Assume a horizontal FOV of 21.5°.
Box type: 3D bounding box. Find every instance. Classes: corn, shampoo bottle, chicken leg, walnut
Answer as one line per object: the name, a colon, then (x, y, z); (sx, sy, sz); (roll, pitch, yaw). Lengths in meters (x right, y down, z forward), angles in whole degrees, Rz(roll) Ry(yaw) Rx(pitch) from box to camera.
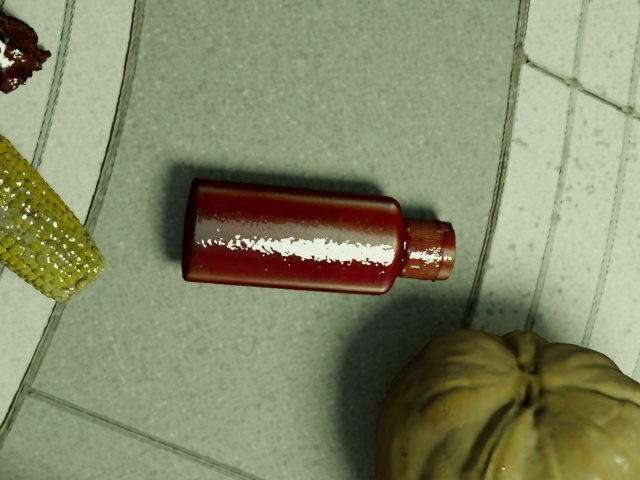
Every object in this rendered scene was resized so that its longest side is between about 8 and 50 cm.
corn: (-0.322, -0.072, 1.532); (0.097, 0.097, 0.320); (-41, 109, 0)
shampoo bottle: (0.000, 0.000, 1.629); (0.260, 0.064, 0.102); (4, 101, -13)
chicken leg: (-0.321, -0.180, 1.481); (0.048, 0.219, 0.089); (-31, 66, 31)
walnut: (0.198, 0.230, 1.616); (0.296, 0.285, 0.285); (7, 102, 14)
